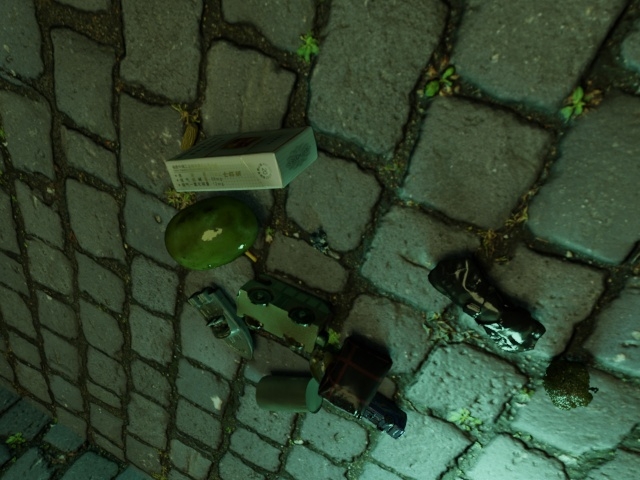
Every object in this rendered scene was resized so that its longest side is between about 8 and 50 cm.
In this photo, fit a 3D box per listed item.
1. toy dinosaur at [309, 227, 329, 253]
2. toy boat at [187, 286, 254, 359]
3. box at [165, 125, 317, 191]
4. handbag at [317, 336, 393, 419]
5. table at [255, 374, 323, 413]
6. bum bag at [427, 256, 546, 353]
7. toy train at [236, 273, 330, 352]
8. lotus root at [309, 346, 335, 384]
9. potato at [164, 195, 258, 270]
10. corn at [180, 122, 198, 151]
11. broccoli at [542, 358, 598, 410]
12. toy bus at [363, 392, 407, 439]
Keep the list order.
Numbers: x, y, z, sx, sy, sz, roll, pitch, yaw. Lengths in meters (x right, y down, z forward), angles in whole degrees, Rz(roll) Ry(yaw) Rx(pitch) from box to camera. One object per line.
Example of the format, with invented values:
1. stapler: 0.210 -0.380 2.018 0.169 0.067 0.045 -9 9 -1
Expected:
1. toy dinosaur: 0.000 0.000 1.313 0.047 0.030 0.083 -9 115 29
2. toy boat: -0.342 0.308 1.634 0.141 0.092 0.319 -25 107 37
3. box: -0.198 -0.210 1.171 0.330 0.210 0.095 2 121 26
4. handbag: 0.103 0.423 1.419 0.169 0.155 0.215 30 85 6
5. table: -0.113 0.559 1.653 0.220 0.126 0.126 -9 114 31
6. bum bag: 0.430 0.169 1.165 0.340 0.095 0.144 43 143 -1
7. toy train: -0.109 0.230 1.432 0.326 0.159 0.129 23 124 17
8. lotus root: 0.023 0.450 1.544 0.113 0.088 0.192 9 125 40
9. potato: -0.327 -0.022 1.357 0.304 0.216 0.215 -29 103 27
10. corn: -0.380 -0.300 1.315 0.037 0.037 0.092 37 130 2
11. broccoli: 0.645 0.374 1.177 0.120 0.130 0.131 15 116 -26
12. toy bus: 0.182 0.563 1.529 0.237 0.094 0.079 33 134 7
